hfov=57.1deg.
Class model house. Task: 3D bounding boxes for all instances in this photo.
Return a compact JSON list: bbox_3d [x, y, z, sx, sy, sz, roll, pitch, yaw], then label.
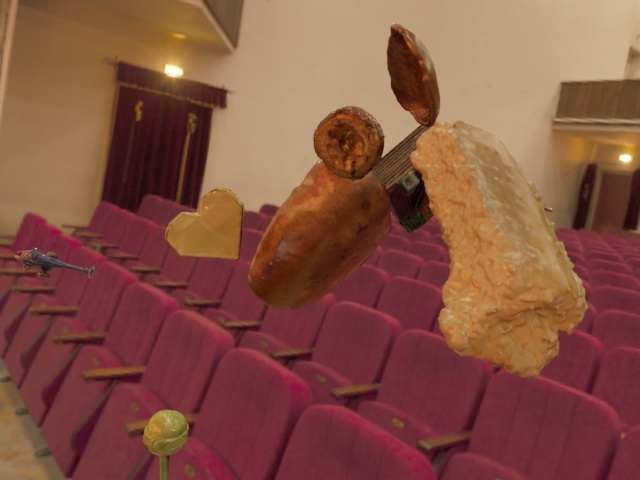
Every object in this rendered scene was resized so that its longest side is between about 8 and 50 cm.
[{"bbox_3d":[0.289,-0.181,1.578,0.230,0.280,0.249,48,-2,-3],"label":"model house"}]

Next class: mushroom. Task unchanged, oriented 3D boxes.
[{"bbox_3d":[-0.012,-0.001,1.467,0.224,0.397,0.313,42,-12,13],"label":"mushroom"}]

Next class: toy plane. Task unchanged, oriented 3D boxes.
[{"bbox_3d":[-0.524,0.046,1.159,0.167,0.054,0.062,13,-27,0],"label":"toy plane"}]

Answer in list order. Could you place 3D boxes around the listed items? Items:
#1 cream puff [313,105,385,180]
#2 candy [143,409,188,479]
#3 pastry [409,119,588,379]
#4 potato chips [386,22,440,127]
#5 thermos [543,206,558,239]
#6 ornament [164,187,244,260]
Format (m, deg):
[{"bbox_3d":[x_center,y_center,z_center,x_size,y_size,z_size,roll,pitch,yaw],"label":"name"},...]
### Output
[{"bbox_3d":[0.061,-0.195,1.171,0.149,0.148,0.084,12,23,21],"label":"cream puff"},{"bbox_3d":[-0.345,0.529,1.303,0.093,0.335,0.093,6,16,3],"label":"candy"},{"bbox_3d":[0.148,-0.006,0.518,0.122,0.089,0.258,15,42,-14],"label":"pastry"},{"bbox_3d":[0.156,-0.264,0.950,0.150,0.049,0.201,57,0,30],"label":"potato chips"},{"bbox_3d":[0.423,0.038,1.328,0.177,0.264,0.146,30,25,25],"label":"thermos"},{"bbox_3d":[-0.262,-0.018,1.453,0.180,0.201,0.059,52,4,-16],"label":"ornament"}]
